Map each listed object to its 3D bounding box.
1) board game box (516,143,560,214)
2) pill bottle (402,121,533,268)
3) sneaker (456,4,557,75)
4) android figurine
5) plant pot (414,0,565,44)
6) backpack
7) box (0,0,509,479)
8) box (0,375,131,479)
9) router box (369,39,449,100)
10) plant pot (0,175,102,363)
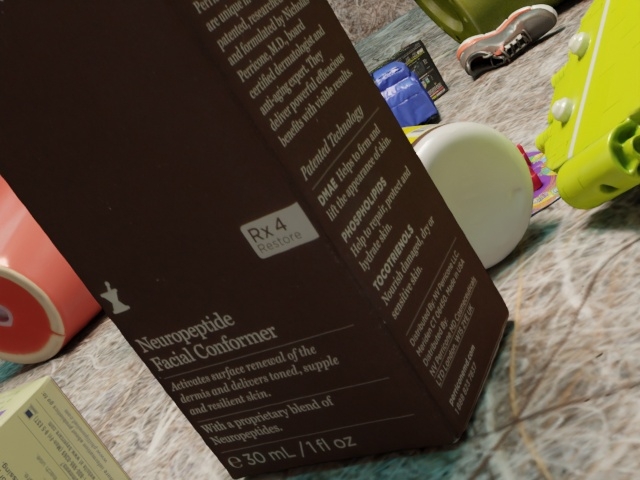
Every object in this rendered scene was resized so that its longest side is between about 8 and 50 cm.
[{"bbox_3d":[0.169,-0.060,0.787,0.133,0.033,0.169,-37,16,-15],"label":"board game box"},{"bbox_3d":[0.078,-0.039,0.735,0.117,0.117,0.215,-37,15,-14],"label":"pill bottle"},{"bbox_3d":[0.281,-0.287,1.262,0.158,0.061,0.064,-26,43,25],"label":"sneaker"},{"bbox_3d":[0.234,-0.141,0.635,0.273,0.056,0.248,133,155,-75],"label":"android figurine"},{"bbox_3d":[0.312,-0.512,1.397,0.353,0.366,0.366,-44,15,4],"label":"plant pot"},{"bbox_3d":[0.093,-0.191,1.219,0.120,0.101,0.098,-32,8,14],"label":"backpack"},{"bbox_3d":[-0.062,-0.042,0.524,0.191,0.381,0.143,-21,20,36],"label":"box"},{"bbox_3d":[-0.304,0.240,0.639,0.214,0.117,0.243,-22,18,34],"label":"box"},{"bbox_3d":[0.127,-0.237,1.305,0.122,0.092,0.038,-39,16,-24],"label":"router box"},{"bbox_3d":[-0.428,0.035,1.290,0.275,0.275,0.243,-24,28,29],"label":"plant pot"}]
